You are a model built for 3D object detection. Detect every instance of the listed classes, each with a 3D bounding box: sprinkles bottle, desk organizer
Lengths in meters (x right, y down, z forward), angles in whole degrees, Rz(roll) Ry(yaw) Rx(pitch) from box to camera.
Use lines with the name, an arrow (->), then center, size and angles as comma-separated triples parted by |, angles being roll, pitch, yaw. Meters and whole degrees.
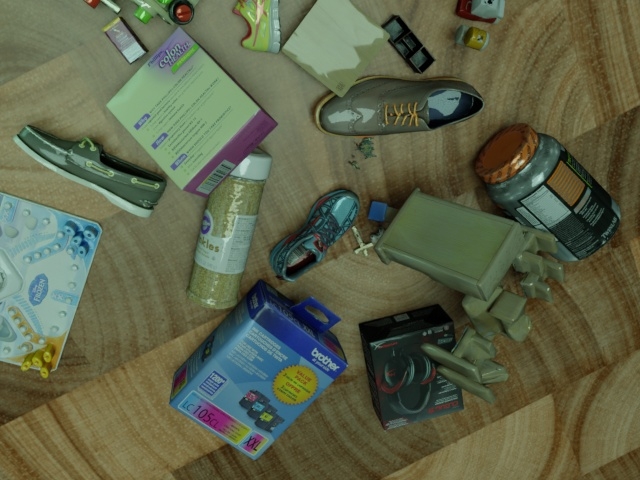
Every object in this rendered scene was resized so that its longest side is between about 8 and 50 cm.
sprinkles bottle -> -0.202, -0.030, 1.368 | 0.121, 0.121, 0.355 | 11, 107, -14
desk organizer -> 0.186, -0.419, 1.339 | 0.047, 0.050, 0.130 | -44, 111, 6

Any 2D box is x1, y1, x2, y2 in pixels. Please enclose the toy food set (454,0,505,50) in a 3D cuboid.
toy food set -> 0.355, -0.486, 1.306 | 0.105, 0.111, 0.232 | 14, 75, -15

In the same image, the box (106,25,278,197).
box -> -0.250, -0.246, 1.228 | 0.213, 0.117, 0.243 | -45, 78, 7

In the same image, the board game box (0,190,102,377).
board game box -> -0.723, 0.084, 1.352 | 0.390, 0.050, 0.389 | 19, 105, -16

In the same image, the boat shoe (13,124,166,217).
boat shoe -> -0.466, -0.157, 1.286 | 0.305, 0.109, 0.091 | 30, 101, -25

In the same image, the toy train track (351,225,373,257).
toy train track -> 0.095, 0.002, 1.493 | 0.048, 0.014, 0.083 | -24, 106, 7

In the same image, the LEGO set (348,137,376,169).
LEGO set -> 0.096, -0.202, 1.419 | 0.083, 0.023, 0.054 | -36, 110, 17

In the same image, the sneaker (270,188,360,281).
sneaker -> 0.000, 0.000, 1.413 | 0.104, 0.125, 0.262 | 40, 98, -21

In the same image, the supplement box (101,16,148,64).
supplement box -> -0.386, -0.397, 1.241 | 0.043, 0.055, 0.083 | -36, 112, 3

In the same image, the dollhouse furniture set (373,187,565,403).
dollhouse furniture set -> 0.325, 0.094, 1.402 | 0.362, 0.257, 0.394 | -54, 140, -15

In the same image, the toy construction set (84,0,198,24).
toy construction set -> -0.298, -0.531, 1.155 | 0.328, 0.151, 0.215 | -44, 130, 12

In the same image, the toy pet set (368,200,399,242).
toy pet set -> 0.138, -0.028, 1.438 | 0.065, 0.122, 0.114 | 13, 91, -9

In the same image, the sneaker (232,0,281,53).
sneaker -> -0.130, -0.478, 1.246 | 0.094, 0.081, 0.208 | -5, 110, -6

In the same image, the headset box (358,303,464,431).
headset box -> 0.233, 0.333, 1.581 | 0.218, 0.110, 0.293 | -13, 111, -7

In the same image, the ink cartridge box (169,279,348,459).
ink cartridge box -> -0.126, 0.284, 1.482 | 0.270, 0.151, 0.395 | 40, 97, -20

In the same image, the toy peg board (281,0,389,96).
toy peg board -> 0.028, -0.415, 1.301 | 0.161, 0.079, 0.160 | 35, 105, -19

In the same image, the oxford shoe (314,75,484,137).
oxford shoe -> 0.169, -0.287, 1.338 | 0.364, 0.132, 0.129 | -11, 111, -6

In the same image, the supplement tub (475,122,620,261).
supplement tub -> 0.515, -0.111, 1.432 | 0.316, 0.193, 0.193 | 39, 98, -19
